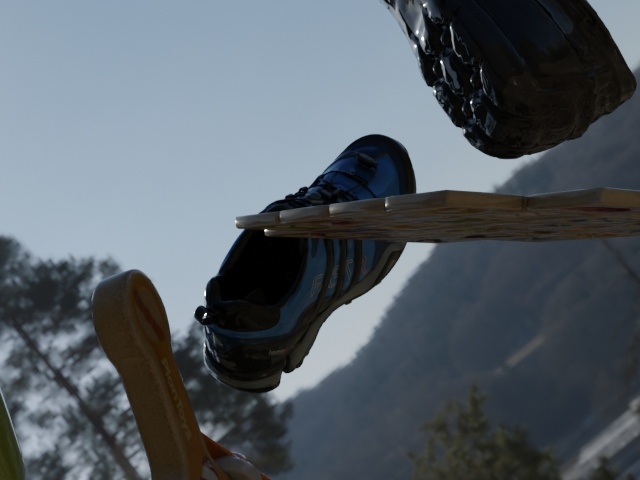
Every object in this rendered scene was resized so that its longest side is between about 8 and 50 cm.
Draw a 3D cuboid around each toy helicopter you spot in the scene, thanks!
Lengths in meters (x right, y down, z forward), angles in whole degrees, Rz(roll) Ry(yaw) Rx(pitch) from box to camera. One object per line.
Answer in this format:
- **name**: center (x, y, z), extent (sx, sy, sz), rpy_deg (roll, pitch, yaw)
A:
- **toy helicopter**: center (-0.104, 0.191, 1.028), extent (0.140, 0.355, 0.235), rpy_deg (-16, 5, 16)

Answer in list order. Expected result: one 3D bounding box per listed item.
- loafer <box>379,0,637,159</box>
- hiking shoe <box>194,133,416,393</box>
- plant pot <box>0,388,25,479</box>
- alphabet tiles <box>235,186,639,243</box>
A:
- **loafer**: center (0.061, -0.135, 0.565), extent (0.078, 0.223, 0.076), rpy_deg (-20, -26, -20)
- **hiking shoe**: center (0.000, 0.000, 1.132), extent (0.304, 0.113, 0.132), rpy_deg (-55, -23, -29)
- **plant pot**: center (-0.508, 0.171, 1.467), extent (0.275, 0.275, 0.293), rpy_deg (-30, -55, -48)
- **alphabet tiles**: center (0.122, -0.012, 0.830), extent (0.285, 0.011, 0.342), rpy_deg (3, -5, -34)
